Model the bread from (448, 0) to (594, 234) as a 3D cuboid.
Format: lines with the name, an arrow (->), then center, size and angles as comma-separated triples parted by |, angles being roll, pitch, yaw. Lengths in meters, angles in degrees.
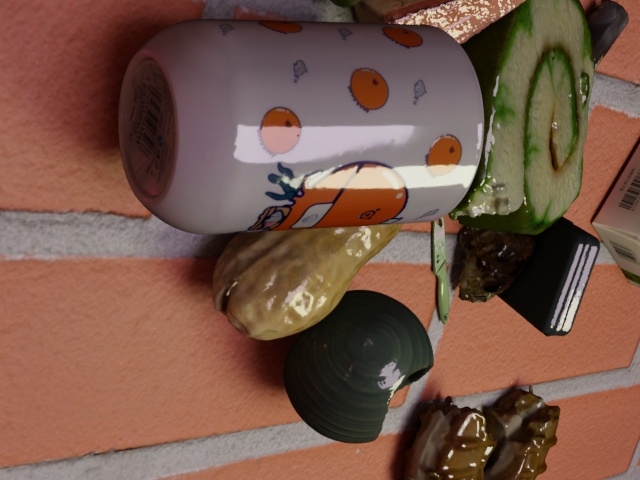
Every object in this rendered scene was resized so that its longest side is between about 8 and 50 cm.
bread -> 0.248, -0.158, 1.324 | 0.382, 0.129, 0.366 | -53, 139, -36

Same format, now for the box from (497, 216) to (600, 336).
box -> 0.324, 0.036, 1.514 | 0.050, 0.230, 0.160 | 13, 103, -18

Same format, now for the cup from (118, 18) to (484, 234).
cup -> -0.027, -0.115, 1.012 | 0.317, 0.212, 0.212 | -4, 114, -31

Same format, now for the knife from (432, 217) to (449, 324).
knife -> 0.178, 0.045, 1.514 | 0.030, 0.014, 0.207 | -32, 130, -33

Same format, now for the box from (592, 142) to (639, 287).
box -> 0.639, -0.036, 1.909 | 0.200, 0.106, 0.299 | -58, 142, -7

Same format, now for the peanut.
peanut -> 0.000, 0.000, 1.198 | 0.313, 0.149, 0.149 | -47, 138, -27

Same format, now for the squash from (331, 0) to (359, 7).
squash -> -0.010, -0.330, 1.058 | 0.066, 0.066, 0.229 | -56, 142, -10

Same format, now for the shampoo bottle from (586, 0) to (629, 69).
shampoo bottle -> 0.390, -0.275, 1.539 | 0.207, 0.063, 0.057 | -52, 150, -17

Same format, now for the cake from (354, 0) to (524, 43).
cake -> 0.155, -0.278, 1.192 | 0.225, 0.109, 0.090 | -22, 133, -13

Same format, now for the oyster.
oyster -> 0.251, 0.024, 1.517 | 0.056, 0.105, 0.177 | -18, 151, -44

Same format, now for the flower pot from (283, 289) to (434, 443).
flower pot -> 0.045, 0.157, 1.277 | 0.189, 0.157, 0.243 | -50, 170, -20

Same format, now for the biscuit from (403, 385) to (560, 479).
biscuit -> 0.264, 0.384, 1.717 | 0.366, 0.115, 0.268 | 6, 105, -48
